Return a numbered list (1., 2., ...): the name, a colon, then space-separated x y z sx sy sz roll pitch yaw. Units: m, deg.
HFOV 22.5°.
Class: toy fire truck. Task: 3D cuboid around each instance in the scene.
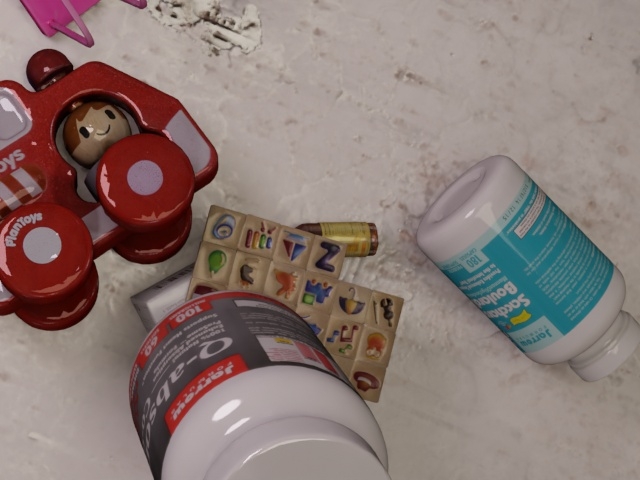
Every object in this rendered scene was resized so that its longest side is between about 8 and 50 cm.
1. toy fire truck: -0.275 -0.068 1.683 0.302 0.169 0.254 -36 81 -13

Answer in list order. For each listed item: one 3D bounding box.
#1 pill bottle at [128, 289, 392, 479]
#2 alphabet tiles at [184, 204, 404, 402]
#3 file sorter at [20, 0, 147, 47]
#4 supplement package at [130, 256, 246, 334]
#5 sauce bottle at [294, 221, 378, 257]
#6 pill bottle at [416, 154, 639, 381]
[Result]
1. pill bottle: -0.056 0.193 1.509 0.210 0.363 0.210 -4 106 -13
2. alphabet tiles: -0.031 0.088 1.715 0.237 0.009 0.198 16 84 -18
3. file sorter: -0.196 -0.359 1.647 0.290 0.182 0.202 -39 120 -11
4. supplement package: -0.114 0.118 1.748 0.105 0.105 0.179 -30 99 -15
5. sauce bottle: 0.000 0.000 1.810 0.128 0.042 0.042 -2 92 -13
6. pill bottle: 0.244 0.040 1.823 0.264 0.146 0.146 44 80 -11
